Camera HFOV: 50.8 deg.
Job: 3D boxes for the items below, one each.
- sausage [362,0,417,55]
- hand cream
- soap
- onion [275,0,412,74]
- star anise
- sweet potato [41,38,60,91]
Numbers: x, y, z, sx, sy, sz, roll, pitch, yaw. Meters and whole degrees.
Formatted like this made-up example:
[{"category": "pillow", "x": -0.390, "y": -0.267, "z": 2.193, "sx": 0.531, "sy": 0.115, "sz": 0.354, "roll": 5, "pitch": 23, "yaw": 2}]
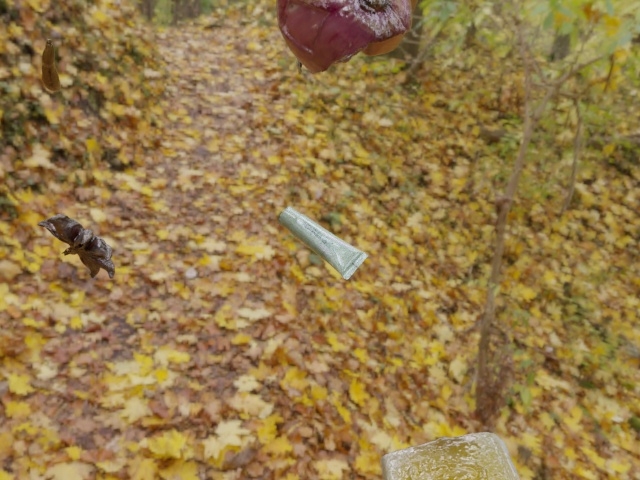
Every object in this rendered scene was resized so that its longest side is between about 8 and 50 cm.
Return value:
[{"category": "sausage", "x": 0.126, "y": -0.427, "z": 1.243, "sx": 0.089, "sy": 0.083, "sz": 0.300, "roll": -26, "pitch": -7, "yaw": -9}, {"category": "hand cream", "x": 0.000, "y": 0.000, "z": 1.463, "sx": 0.205, "sy": 0.050, "sz": 0.078, "roll": 36, "pitch": 62, "yaw": 14}, {"category": "soap", "x": 0.166, "y": 0.348, "z": 0.775, "sx": 0.173, "sy": 0.089, "sz": 0.274, "roll": -13, "pitch": 21, "yaw": 2}, {"category": "onion", "x": 0.032, "y": -0.360, "z": 1.011, "sx": 0.207, "sy": 0.200, "sz": 0.200, "roll": -20, "pitch": 28, "yaw": -2}, {"category": "star anise", "x": -0.370, "y": 0.007, "z": 1.053, "sx": 0.141, "sy": 0.141, "sz": 0.042, "roll": 21, "pitch": 60, "yaw": 27}, {"category": "sweet potato", "x": -0.388, "y": -0.244, "z": 0.965, "sx": 0.026, "sy": 0.115, "sz": 0.026, "roll": 6, "pitch": 66, "yaw": -14}]
